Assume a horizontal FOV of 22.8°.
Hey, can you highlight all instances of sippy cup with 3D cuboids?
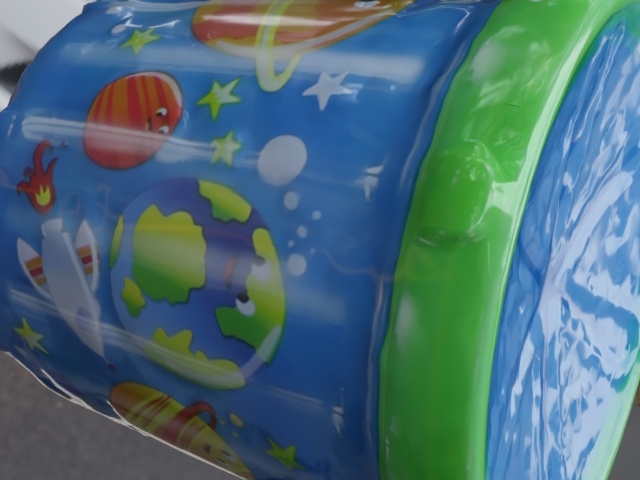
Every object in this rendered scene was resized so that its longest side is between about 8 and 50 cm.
[{"bbox_3d":[0.000,0.000,0.617,0.224,0.305,0.240,11,-16,24],"label":"sippy cup"}]

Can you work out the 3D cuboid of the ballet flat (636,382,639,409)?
[{"bbox_3d":[0.371,0.081,1.505,0.067,0.206,0.073,50,4,-25],"label":"ballet flat"}]
